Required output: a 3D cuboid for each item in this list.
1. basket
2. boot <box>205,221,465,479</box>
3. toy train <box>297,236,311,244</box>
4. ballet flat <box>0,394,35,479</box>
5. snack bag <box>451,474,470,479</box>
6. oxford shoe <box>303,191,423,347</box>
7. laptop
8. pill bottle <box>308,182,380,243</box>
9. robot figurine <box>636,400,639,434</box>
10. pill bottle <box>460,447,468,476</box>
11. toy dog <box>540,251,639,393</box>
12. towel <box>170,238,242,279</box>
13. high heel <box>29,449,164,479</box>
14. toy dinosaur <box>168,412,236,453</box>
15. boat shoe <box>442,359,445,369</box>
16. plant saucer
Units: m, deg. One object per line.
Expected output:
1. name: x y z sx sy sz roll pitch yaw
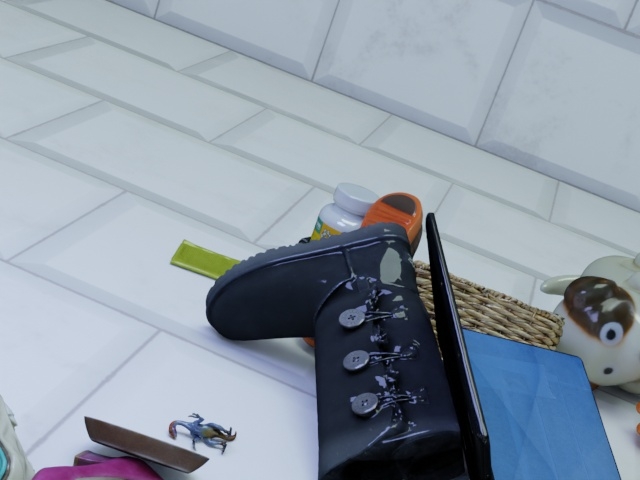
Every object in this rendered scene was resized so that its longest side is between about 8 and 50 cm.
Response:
1. basket: 0.253 0.201 2.071 0.299 0.223 0.213 21 -12 4
2. boot: 0.006 0.198 1.747 0.146 0.367 0.445 56 16 -44
3. toy train: 0.000 0.000 2.428 0.027 0.036 0.158 30 22 26
4. ballet flat: -0.399 0.242 1.404 0.086 0.086 0.248 6 26 -34
5. snack bag: 0.351 0.434 1.648 0.323 0.037 0.342 4 26 -39
6. oxford shoe: 0.089 0.079 2.084 0.130 0.133 0.364 19 54 29
7. laptop: 0.302 0.212 1.610 0.236 0.408 0.382 -10 47 1
8. pill bottle: 0.040 0.001 2.213 0.117 0.208 0.117 18 21 -7
9. robot figurine: 0.677 0.336 2.074 0.219 0.128 0.158 15 18 -10
10. pill bottle: 0.154 0.262 1.779 0.121 0.121 0.216 5 25 -35
11. toy dog: 0.591 0.147 2.261 0.395 0.284 0.408 29 24 23
12. towel: -0.157 0.058 2.158 0.237 0.021 0.102 19 19 -1
13. high heel: -0.266 0.308 1.337 0.117 0.082 0.244 15 7 12
14. toy dinosaur: -0.168 0.270 1.612 0.082 0.047 0.090 15 -14 12
15. boat shoe: 0.257 0.266 1.832 0.079 0.095 0.254 8 29 -28
16. plant saucer: -0.224 0.262 1.468 0.168 0.029 0.168 17 -14 4
